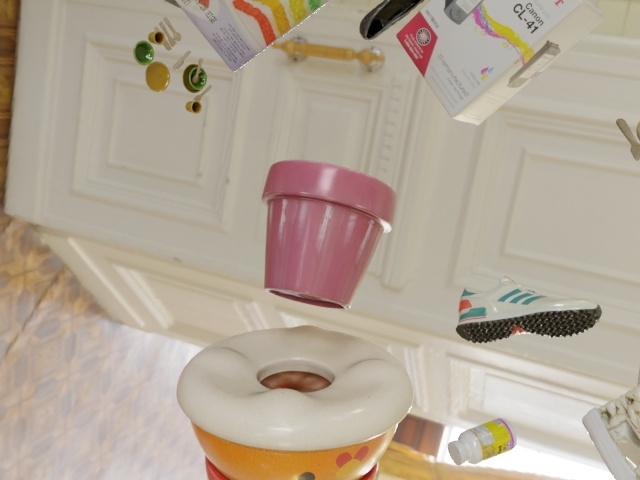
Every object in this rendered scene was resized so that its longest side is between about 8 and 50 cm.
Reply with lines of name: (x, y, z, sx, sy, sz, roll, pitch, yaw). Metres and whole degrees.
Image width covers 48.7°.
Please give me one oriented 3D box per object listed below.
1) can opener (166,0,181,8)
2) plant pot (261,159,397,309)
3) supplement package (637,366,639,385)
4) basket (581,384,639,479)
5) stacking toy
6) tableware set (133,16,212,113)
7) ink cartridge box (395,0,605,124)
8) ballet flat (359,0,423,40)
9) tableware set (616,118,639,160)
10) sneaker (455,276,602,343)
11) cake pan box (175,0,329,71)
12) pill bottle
can opener: (-0.362, -0.537, 1.302, 0.095, 0.283, 0.076, -62, -154, 10)
plant pot: (0.000, 0.000, 1.036, 0.201, 0.201, 0.180, 44, 57, -68)
supplement package: (0.681, 0.195, 1.114, 0.204, 0.262, 0.145, -14, -120, 66)
basket: (0.354, 0.217, 0.675, 0.103, 0.167, 0.113, -42, -154, 17)
stacking toy: (-0.041, 0.402, 1.106, 0.350, 0.351, 0.479, -32, 126, -64)
tableware set: (-0.234, -0.272, 1.138, 0.104, 0.024, 0.154, -54, 135, -24)
ink cartridge box: (0.328, -0.402, 1.331, 0.306, 0.226, 0.131, -42, 156, 32)
ballet flat: (0.137, -0.395, 1.178, 0.057, 0.173, 0.049, 35, 27, -32)
tableware set: (0.457, -0.090, 0.875, 0.039, 0.128, 0.194, 75, 7, -47)
sneaker: (0.236, 0.071, 0.816, 0.057, 0.161, 0.075, 56, 33, -44)
cake pan box: (-0.101, -0.399, 0.924, 0.267, 0.246, 0.070, 52, 21, -22)
pill bottle: (0.204, 0.257, 0.897, 0.083, 0.043, 0.043, -12, 123, -23)
